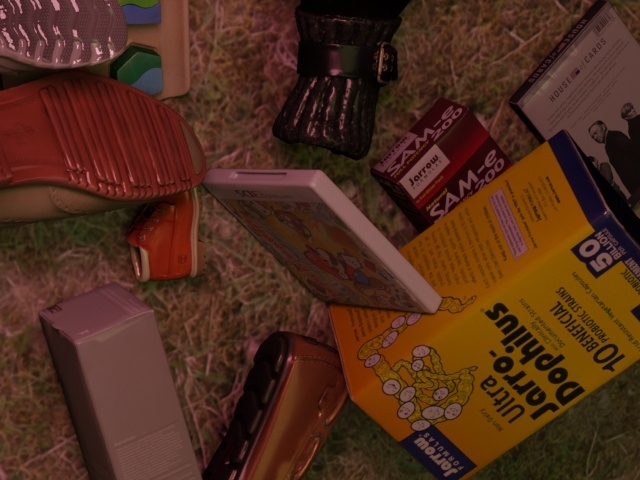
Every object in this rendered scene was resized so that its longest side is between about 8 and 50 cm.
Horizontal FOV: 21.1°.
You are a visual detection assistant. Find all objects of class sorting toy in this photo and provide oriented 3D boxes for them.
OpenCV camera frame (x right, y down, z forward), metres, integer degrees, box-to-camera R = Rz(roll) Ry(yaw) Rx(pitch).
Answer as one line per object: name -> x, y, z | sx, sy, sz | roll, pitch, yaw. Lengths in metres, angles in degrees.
sorting toy -> -0.229, -0.202, 1.780 | 0.208, 0.038, 0.193 | -19, 132, -24

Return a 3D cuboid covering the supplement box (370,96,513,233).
supplement box -> 0.183, -0.042, 2.069 | 0.130, 0.073, 0.239 | -47, 120, -9

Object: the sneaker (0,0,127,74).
sneaker -> -0.329, -0.209, 1.663 | 0.281, 0.115, 0.105 | 0, 82, -18

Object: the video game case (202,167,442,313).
video game case -> 0.000, 0.000, 1.902 | 0.227, 0.206, 0.026 | 45, 66, -30

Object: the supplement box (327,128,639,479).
supplement box -> 0.213, 0.081, 1.967 | 0.356, 0.195, 0.194 | -37, 120, 14

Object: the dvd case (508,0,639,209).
dvd case -> 0.361, -0.158, 2.161 | 0.179, 0.029, 0.239 | -48, 120, -9

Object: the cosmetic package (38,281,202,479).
cosmetic package -> -0.217, 0.178, 1.879 | 0.107, 0.127, 0.238 | -20, 114, -23

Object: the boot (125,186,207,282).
boot -> -0.175, -0.027, 1.887 | 0.084, 0.059, 0.158 | -11, 110, -21

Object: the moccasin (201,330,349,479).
moccasin -> -0.068, 0.297, 1.998 | 0.147, 0.139, 0.380 | 27, 81, -23

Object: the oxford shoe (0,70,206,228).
oxford shoe -> -0.296, -0.080, 1.734 | 0.397, 0.146, 0.140 | 1, 63, -42

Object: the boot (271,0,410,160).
boot -> 0.009, -0.226, 1.814 | 0.260, 0.131, 0.348 | -67, 157, 1
